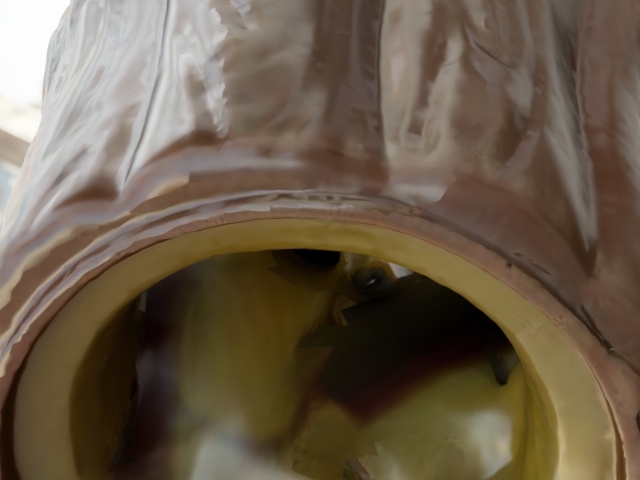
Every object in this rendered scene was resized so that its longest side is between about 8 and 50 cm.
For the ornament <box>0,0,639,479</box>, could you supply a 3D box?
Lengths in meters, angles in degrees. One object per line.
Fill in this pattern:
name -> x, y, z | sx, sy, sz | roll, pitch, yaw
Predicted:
ornament -> 0.000, 0.000, 0.548 | 0.221, 0.235, 0.217 | -18, 28, 16
